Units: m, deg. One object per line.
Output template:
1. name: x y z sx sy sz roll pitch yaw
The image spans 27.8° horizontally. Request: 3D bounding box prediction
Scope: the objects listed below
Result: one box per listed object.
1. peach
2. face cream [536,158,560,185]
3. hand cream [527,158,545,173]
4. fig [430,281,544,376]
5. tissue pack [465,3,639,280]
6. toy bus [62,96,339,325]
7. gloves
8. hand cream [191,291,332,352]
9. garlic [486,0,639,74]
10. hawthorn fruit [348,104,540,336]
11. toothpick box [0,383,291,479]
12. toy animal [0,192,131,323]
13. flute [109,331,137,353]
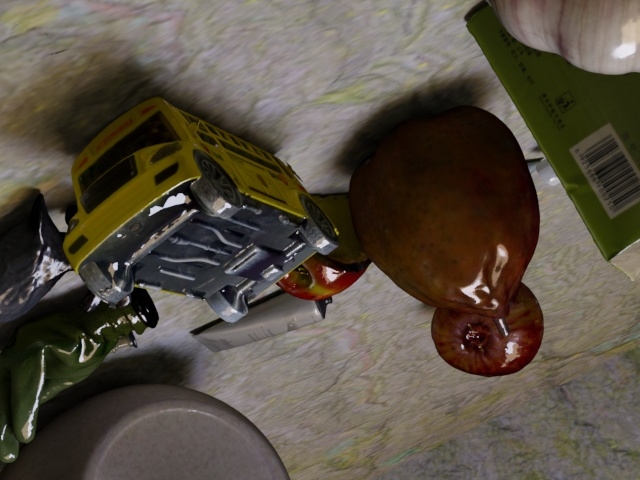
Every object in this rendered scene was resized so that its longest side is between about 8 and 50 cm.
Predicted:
1. peach: -0.005 0.003 1.476 0.092 0.127 0.172 -50 176 33
2. face cream: 0.387 -0.155 1.577 0.283 0.073 0.073 -35 158 25
3. hand cream: 0.217 -0.068 1.644 0.174 0.047 0.076 -16 159 -48
4. fig: 0.279 0.125 2.051 0.175 0.175 0.207 -38 172 30
5. tissue pack: 0.299 -0.134 1.226 0.200 0.274 0.167 -33 160 17
6. toy bus: -0.113 -0.030 1.175 0.144 0.152 0.330 -37 160 13
7. gloves: -0.298 0.135 1.434 0.268 0.107 0.135 -44 167 0
8. hand cream: -0.072 0.106 1.718 0.186 0.054 0.087 -22 156 8
9. garlic: 0.226 -0.259 0.988 0.245 0.245 0.253 -20 127 -15
10. hawthorn fruit: 0.150 -0.013 1.393 0.208 0.248 0.208 -26 167 -7
11. toothpick box: -0.261 0.412 1.735 0.409 0.409 0.425 -12 161 -34
12. toy animal: -0.284 0.027 1.202 0.210 0.121 0.117 -20 143 3
13. flute: -0.333 0.155 1.552 0.233 0.027 0.027 -19 159 -18
